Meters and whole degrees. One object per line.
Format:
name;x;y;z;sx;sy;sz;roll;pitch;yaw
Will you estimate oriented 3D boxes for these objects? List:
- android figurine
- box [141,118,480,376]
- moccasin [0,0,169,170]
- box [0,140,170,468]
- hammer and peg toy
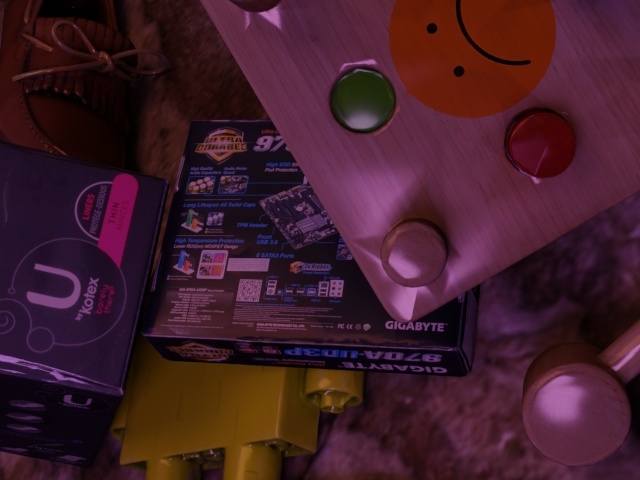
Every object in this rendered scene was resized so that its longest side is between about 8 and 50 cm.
android figurine;-0.068;0.085;0.858;0.248;0.056;0.272;-19;53;37
box;0.000;0.000;0.780;0.220;0.051;0.175;1;63;16
moccasin;-0.247;-0.177;1.159;0.147;0.139;0.380;-48;31;24
box;-0.215;0.061;0.860;0.270;0.143;0.165;127;154;-64
hammer and peg toy;0.122;-0.076;0.650;0.266;0.361;0.127;-32;0;8
